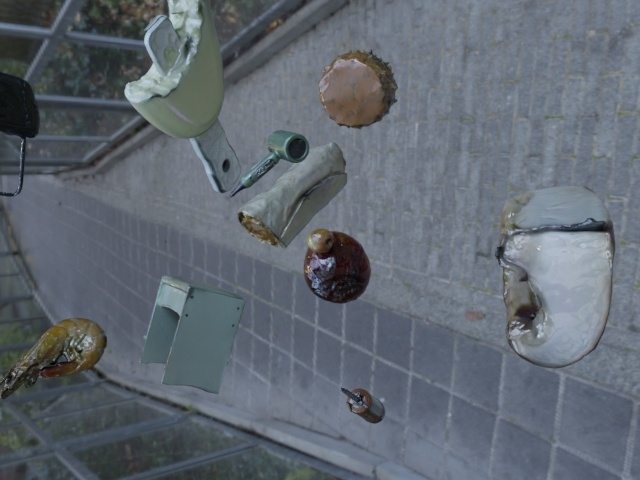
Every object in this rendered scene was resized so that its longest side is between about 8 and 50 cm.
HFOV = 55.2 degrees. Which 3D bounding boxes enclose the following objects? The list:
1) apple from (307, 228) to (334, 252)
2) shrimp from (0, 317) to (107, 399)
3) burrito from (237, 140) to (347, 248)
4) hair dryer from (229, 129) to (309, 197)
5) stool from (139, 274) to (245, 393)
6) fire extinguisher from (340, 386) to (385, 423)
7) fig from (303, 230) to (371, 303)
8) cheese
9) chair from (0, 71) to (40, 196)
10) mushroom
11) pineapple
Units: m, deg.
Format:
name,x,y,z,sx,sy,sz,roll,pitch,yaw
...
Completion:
name,x,y,z,sx,sy,sz,roll,pitch,yaw
apple,0.000,0.000,1.940,0.071,0.084,0.084,21,112,39
shrimp,-0.625,0.288,1.454,0.152,0.287,0.063,29,132,7
burrito,-0.056,-0.089,1.266,0.105,0.299,0.143,30,142,18
hair dryer,-0.089,-0.116,0.976,0.047,0.150,0.071,52,166,-30
stool,-0.360,0.250,1.695,0.243,0.170,0.270,7,80,59
fire extinguisher,0.080,0.309,1.158,0.062,0.177,0.050,33,79,28
fig,0.047,0.083,2.049,0.224,0.223,0.263,-45,58,49
cheese,-0.132,-0.140,0.659,0.049,0.127,0.235,16,152,22
chair,-0.449,-0.192,0.818,0.221,0.145,0.140,-48,49,32
mushroom,0.507,0.044,1.335,0.224,0.397,0.314,-7,109,19
pineapple,0.090,-0.319,1.278,0.157,0.279,0.158,4,109,12
